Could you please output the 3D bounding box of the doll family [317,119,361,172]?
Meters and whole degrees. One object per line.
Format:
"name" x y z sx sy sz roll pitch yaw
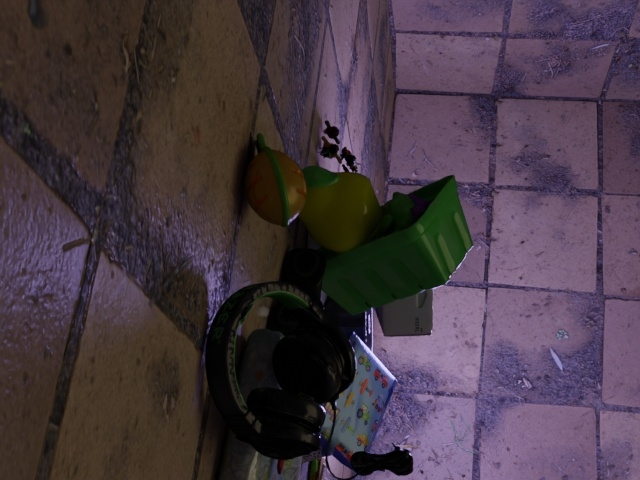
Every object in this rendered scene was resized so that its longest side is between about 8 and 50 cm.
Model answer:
"doll family" 0.052 -0.204 2.138 0.193 0.076 0.111 50 -4 -8

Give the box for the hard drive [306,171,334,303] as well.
"hard drive" 0.000 0.000 2.146 0.203 0.040 0.307 -61 154 -70

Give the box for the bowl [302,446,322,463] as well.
"bowl" 0.000 0.495 2.233 0.170 0.080 0.170 5 90 -81

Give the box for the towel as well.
"towel" -0.094 0.366 1.545 0.374 0.090 0.320 76 19 -63

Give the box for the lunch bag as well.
"lunch bag" 0.058 0.416 2.169 0.221 0.138 0.293 49 40 -30

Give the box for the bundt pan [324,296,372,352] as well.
"bundt pan" 0.078 0.234 2.423 0.331 0.124 0.330 0 90 -83

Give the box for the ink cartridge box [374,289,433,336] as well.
"ink cartridge box" 0.204 0.095 2.255 0.307 0.129 0.223 -104 -168 -75

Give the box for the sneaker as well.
"sneaker" -0.040 0.148 1.764 0.286 0.109 0.130 -74 171 -46

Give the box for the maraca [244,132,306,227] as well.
"maraca" -0.080 -0.099 1.425 0.185 0.099 0.127 -116 -160 -49

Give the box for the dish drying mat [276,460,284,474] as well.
"dish drying mat" -0.062 0.352 1.463 0.032 0.008 0.083 86 13 -48

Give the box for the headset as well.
"headset" -0.012 0.238 1.345 0.394 0.185 0.243 56 46 -27

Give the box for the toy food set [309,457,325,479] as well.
"toy food set" -0.010 0.631 2.397 0.192 0.039 0.132 -66 166 -80

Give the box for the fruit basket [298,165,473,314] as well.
"fruit basket" 0.098 -0.042 1.896 0.283 0.392 0.391 -46 144 -45
